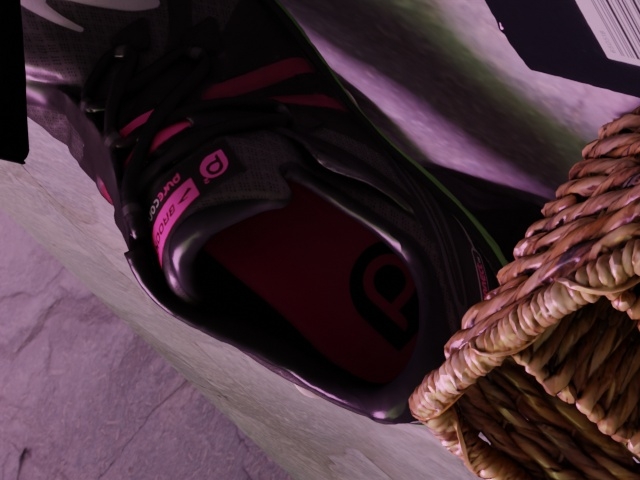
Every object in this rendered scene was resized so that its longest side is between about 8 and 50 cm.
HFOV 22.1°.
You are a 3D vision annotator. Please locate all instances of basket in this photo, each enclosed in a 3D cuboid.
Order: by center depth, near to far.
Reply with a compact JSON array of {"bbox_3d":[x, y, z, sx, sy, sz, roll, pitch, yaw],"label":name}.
[{"bbox_3d":[0.243,0.091,0.879,0.299,0.223,0.213,40,166,-12],"label":"basket"}]

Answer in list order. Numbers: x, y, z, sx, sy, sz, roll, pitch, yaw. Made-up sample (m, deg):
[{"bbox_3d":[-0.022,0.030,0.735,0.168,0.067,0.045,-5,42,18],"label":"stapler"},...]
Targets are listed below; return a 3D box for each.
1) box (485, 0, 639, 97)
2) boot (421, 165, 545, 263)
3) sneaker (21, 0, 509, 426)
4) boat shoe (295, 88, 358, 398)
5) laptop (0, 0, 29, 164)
[{"bbox_3d":[0.149,-0.124,0.524,0.156,0.158,0.093,23,160,44],"label":"box"},{"bbox_3d":[0.155,0.044,1.220,0.236,0.085,0.178,33,170,47],"label":"boot"},{"bbox_3d":[-0.066,-0.061,1.058,0.483,0.185,0.202,38,-167,8],"label":"sneaker"},{"bbox_3d":[0.000,0.000,1.228,0.084,0.233,0.079,-2,-179,-15],"label":"boat shoe"},{"bbox_3d":[-0.365,-0.256,0.910,0.408,0.236,0.382,29,-174,22],"label":"laptop"}]
